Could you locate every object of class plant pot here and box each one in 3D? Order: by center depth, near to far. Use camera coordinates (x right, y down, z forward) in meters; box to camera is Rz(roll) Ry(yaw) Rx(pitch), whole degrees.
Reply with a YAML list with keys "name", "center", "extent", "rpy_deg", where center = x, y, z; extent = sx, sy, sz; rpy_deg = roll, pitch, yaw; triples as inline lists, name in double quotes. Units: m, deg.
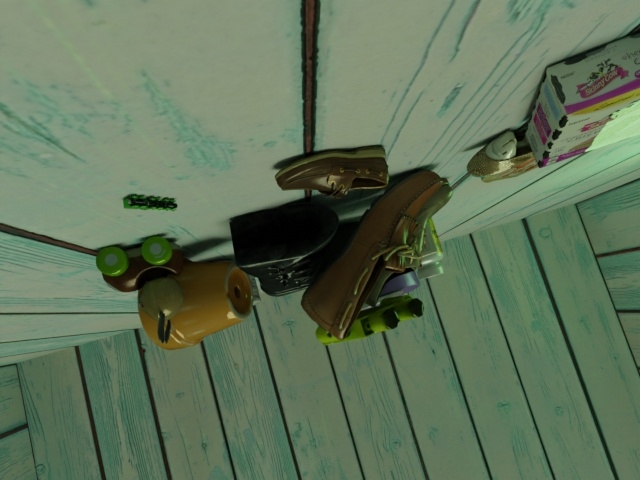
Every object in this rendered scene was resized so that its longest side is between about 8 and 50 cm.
- name: "plant pot"
  center: [-0.261, 0.129, 1.019]
  extent: [0.188, 0.205, 0.205]
  rpy_deg: [-11, 174, 17]

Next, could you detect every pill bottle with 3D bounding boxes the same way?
- name: "pill bottle"
  center: [0.343, 0.021, 1.538]
  extent: [0.118, 0.208, 0.117]
  rpy_deg: [-16, 172, -2]

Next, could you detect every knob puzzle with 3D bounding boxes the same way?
- name: "knob puzzle"
  center: [0.444, -0.177, 1.030]
  extent: [0.213, 0.030, 0.213]
  rpy_deg: [-16, 173, -2]

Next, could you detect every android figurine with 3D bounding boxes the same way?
- name: "android figurine"
  center: [0.103, 0.185, 1.064]
  extent: [0.248, 0.056, 0.273]
  rpy_deg: [-15, 174, -35]

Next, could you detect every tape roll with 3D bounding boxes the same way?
- name: "tape roll"
  center: [0.121, 0.129, 1.221]
  extent: [0.275, 0.090, 0.275]
  rpy_deg: [-19, 166, -5]

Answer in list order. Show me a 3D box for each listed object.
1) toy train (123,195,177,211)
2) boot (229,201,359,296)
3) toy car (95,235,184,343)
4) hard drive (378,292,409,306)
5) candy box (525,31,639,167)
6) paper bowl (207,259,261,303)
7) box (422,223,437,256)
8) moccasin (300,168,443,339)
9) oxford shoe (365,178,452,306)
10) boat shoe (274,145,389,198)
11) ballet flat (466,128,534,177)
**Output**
- name: "toy train"
  center: [-0.229, -0.048, 0.621]
  extent: [0.024, 0.017, 0.083]
  rpy_deg: [-9, 176, 26]
- name: "boot"
  center: [-0.002, 0.001, 1.064]
  extent: [0.367, 0.146, 0.445]
  rpy_deg: [-26, 164, -7]
- name: "toy car"
  center: [-0.321, 0.104, 0.865]
  extent: [0.149, 0.188, 0.155]
  rpy_deg: [-15, 172, -12]
- name: "hard drive"
  center: [0.137, 0.102, 1.504]
  extent: [0.237, 0.064, 0.339]
  rpy_deg: [-16, -146, 5]
- name: "candy box"
  center: [0.389, -0.188, 0.639]
  extent: [0.159, 0.071, 0.233]
  rpy_deg: [-19, 166, 15]
- name: "paper bowl"
  center: [-0.323, 0.148, 1.311]
  extent: [0.284, 0.148, 0.284]
  rpy_deg: [-16, 171, -3]
- name: "box"
  center: [0.210, 0.005, 1.381]
  extent: [0.232, 0.148, 0.127]
  rpy_deg: [-16, 171, 0]
- name: "moccasin"
  center: [0.122, 0.026, 0.910]
  extent: [0.380, 0.147, 0.139]
  rpy_deg: [-51, 161, -5]
- name: "oxford shoe"
  center: [0.196, 0.006, 1.047]
  extent: [0.348, 0.130, 0.123]
  rpy_deg: [-45, 161, -5]
- name: "boat shoe"
  center: [0.024, -0.092, 0.661]
  extent: [0.178, 0.060, 0.064]
  rpy_deg: [-13, 171, -24]
- name: "ballet flat"
  center: [0.357, -0.175, 0.808]
  extent: [0.206, 0.073, 0.067]
  rpy_deg: [-21, 144, 13]
